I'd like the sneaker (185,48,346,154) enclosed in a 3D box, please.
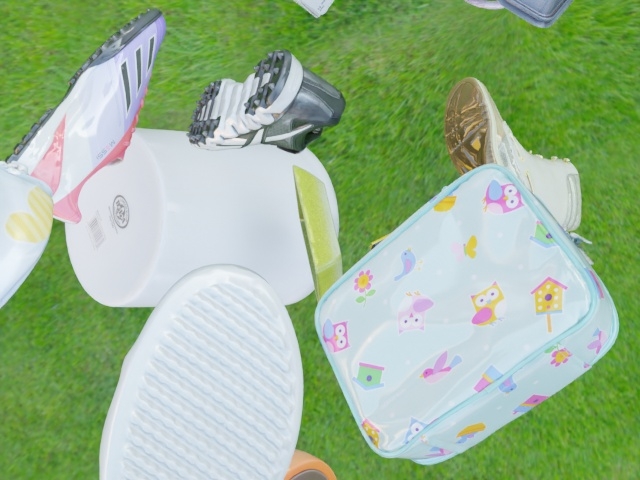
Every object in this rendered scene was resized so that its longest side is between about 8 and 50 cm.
[{"bbox_3d":[-0.056,-0.123,0.904,0.106,0.234,0.078,22,74,-28],"label":"sneaker"}]

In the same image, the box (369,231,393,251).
[{"bbox_3d":[0.233,0.041,1.621,0.257,0.322,0.079,-28,65,-3],"label":"box"}]

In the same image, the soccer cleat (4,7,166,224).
[{"bbox_3d":[-0.282,-0.167,1.155,0.116,0.109,0.318,40,65,-20],"label":"soccer cleat"}]

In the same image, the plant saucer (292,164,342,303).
[{"bbox_3d":[0.000,0.000,1.389,0.045,0.188,0.188,-11,64,-3],"label":"plant saucer"}]

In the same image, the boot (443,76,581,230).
[{"bbox_3d":[0.253,-0.106,1.146,0.077,0.165,0.213,-31,70,47],"label":"boot"}]

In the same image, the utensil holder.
[{"bbox_3d":[-0.212,-0.038,1.601,0.328,0.386,0.327,-1,88,43],"label":"utensil holder"}]

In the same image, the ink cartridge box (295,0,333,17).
[{"bbox_3d":[-0.044,-0.473,1.386,0.208,0.087,0.153,40,101,21],"label":"ink cartridge box"}]

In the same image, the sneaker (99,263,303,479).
[{"bbox_3d":[-0.109,0.179,0.667,0.135,0.150,0.365,6,104,-22],"label":"sneaker"}]

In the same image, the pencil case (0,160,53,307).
[{"bbox_3d":[-0.295,-0.049,0.524,0.273,0.113,0.124,38,90,-31],"label":"pencil case"}]

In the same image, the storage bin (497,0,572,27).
[{"bbox_3d":[0.292,-0.355,1.131,0.098,0.135,0.091,35,142,10],"label":"storage bin"}]

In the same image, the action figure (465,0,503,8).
[{"bbox_3d":[0.358,-0.562,1.433,0.248,0.276,0.370,28,97,19],"label":"action figure"}]

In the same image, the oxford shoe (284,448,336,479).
[{"bbox_3d":[-0.044,0.366,0.959,0.133,0.130,0.363,19,119,45],"label":"oxford shoe"}]

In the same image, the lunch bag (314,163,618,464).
[{"bbox_3d":[0.139,0.069,0.880,0.279,0.108,0.224,-40,51,17],"label":"lunch bag"}]
